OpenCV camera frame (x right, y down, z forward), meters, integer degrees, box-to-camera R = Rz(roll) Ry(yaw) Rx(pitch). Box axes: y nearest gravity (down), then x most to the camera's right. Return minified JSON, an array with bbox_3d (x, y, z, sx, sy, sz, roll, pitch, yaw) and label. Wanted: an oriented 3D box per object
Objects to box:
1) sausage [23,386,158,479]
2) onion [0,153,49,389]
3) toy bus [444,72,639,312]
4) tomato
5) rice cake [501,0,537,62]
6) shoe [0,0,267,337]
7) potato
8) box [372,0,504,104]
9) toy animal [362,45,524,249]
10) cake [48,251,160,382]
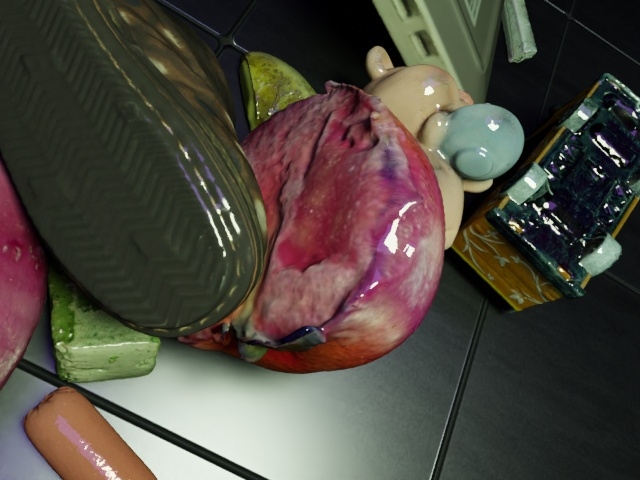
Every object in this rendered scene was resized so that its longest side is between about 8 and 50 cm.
[{"bbox_3d":[-0.218,0.210,0.547,0.154,0.062,0.062,48,61,2],"label":"sausage"},{"bbox_3d":[-0.400,0.027,0.421,0.359,0.345,0.357,-7,108,-21],"label":"onion"},{"bbox_3d":[0.329,-0.064,0.795,0.162,0.194,0.323,44,64,0],"label":"toy bus"},{"bbox_3d":[0.006,0.001,0.585,0.176,0.335,0.289,30,61,-35],"label":"tomato"},{"bbox_3d":[0.346,-0.414,1.025,0.034,0.043,0.210,5,68,-24],"label":"rice cake"},{"bbox_3d":[-0.159,-0.091,0.541,0.171,0.237,0.383,-39,77,15],"label":"shoe"},{"bbox_3d":[-0.045,-0.185,0.778,0.120,0.054,0.197,-19,77,-24],"label":"potato"},{"bbox_3d":[0.180,-0.411,0.820,0.373,0.091,0.366,47,51,-46],"label":"box"},{"bbox_3d":[0.123,-0.100,0.742,0.210,0.229,0.221,32,102,-38],"label":"toy animal"},{"bbox_3d":[-0.232,0.023,0.597,0.100,0.099,0.235,-3,70,-24],"label":"cake"}]
